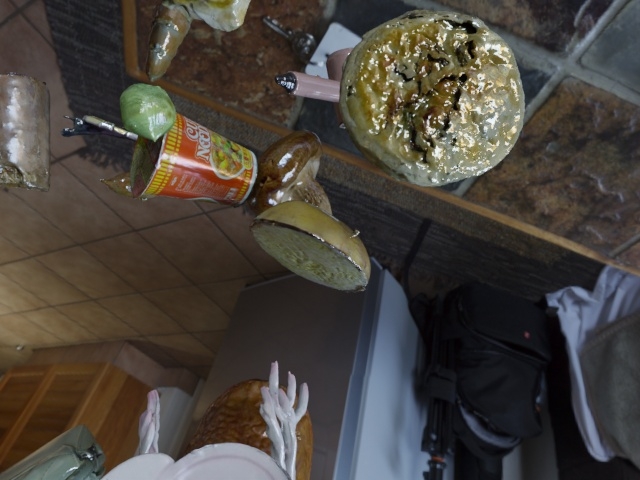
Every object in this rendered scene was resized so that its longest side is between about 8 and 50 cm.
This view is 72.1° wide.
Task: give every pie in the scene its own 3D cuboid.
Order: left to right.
[{"bbox_3d":[0.191,-0.254,0.770,0.339,0.338,0.077,12,172,5],"label":"pie"}]

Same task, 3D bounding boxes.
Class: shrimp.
[{"bbox_3d":[-0.169,-0.263,0.525,0.041,0.180,0.099,19,155,-16],"label":"shrimp"}]

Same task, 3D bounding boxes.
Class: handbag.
[{"bbox_3d":[-0.371,0.324,0.499,0.079,0.256,0.219,60,155,-3],"label":"handbag"}]

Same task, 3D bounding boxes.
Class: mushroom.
[{"bbox_3d":[-0.069,-0.149,1.103,0.255,0.267,0.267,32,138,-30],"label":"mushroom"}]

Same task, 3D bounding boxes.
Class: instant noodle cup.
[{"bbox_3d":[-0.252,-0.152,0.900,0.212,0.193,0.193,14,147,-38],"label":"instant noodle cup"}]

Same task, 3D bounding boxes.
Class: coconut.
[{"bbox_3d":[-0.280,-0.207,0.717,0.088,0.088,0.096,-18,87,34],"label":"coconut"}]

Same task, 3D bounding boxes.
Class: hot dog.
[{"bbox_3d":[-0.106,0.340,0.634,0.196,0.272,0.122,16,123,-5],"label":"hot dog"}]

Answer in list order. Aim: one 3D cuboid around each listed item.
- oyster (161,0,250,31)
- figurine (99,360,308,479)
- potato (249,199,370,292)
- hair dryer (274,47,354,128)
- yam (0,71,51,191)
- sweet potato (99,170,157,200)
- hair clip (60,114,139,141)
[{"bbox_3d":[-0.124,-0.279,0.284,0.100,0.271,0.275,40,131,23],"label":"oyster"},{"bbox_3d":[-0.089,0.240,0.392,0.207,0.284,0.315,-4,149,-10],"label":"figurine"},{"bbox_3d":[0.000,0.000,0.871,0.239,0.115,0.299,19,163,29],"label":"potato"},{"bbox_3d":[0.009,-0.384,1.065,0.107,0.344,0.189,-9,93,37],"label":"hair dryer"},{"bbox_3d":[-0.636,-0.216,0.926,0.128,0.238,0.129,-8,175,31],"label":"yam"},{"bbox_3d":[-0.412,-0.126,1.055,0.068,0.068,0.226,-8,175,26],"label":"sweet potato"},{"bbox_3d":[-0.453,-0.234,0.950,0.187,0.056,0.146,7,-173,-27],"label":"hair clip"}]
